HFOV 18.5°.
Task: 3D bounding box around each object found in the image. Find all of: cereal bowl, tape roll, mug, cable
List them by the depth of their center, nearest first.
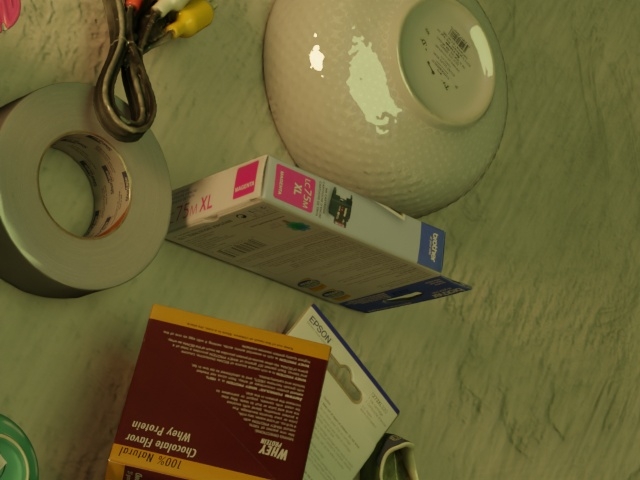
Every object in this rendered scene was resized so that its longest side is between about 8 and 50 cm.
[{"bbox_3d":[-0.337,0.240,1.889,0.129,0.097,0.158,8,75,-39],"label":"mug"},{"bbox_3d":[-0.263,-0.051,2.036,0.219,0.072,0.219,10,74,-37],"label":"tape roll"},{"bbox_3d":[-0.192,-0.226,2.086,0.139,0.072,0.287,43,31,-19],"label":"cable"},{"bbox_3d":[0.103,-0.198,2.332,0.339,0.141,0.339,10,74,-37],"label":"cereal bowl"}]

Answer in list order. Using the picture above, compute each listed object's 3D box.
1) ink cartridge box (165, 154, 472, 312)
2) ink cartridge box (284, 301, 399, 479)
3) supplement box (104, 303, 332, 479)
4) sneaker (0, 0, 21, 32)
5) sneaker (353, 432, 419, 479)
[{"bbox_3d":[0.000,0.000,2.168,0.311,0.186,0.065,25,63,-34],"label":"ink cartridge box"},{"bbox_3d":[-0.070,0.253,2.132,0.176,0.069,0.371,52,55,-17],"label":"ink cartridge box"},{"bbox_3d":[-0.107,0.197,1.994,0.191,0.129,0.194,13,52,-1],"label":"supplement box"},{"bbox_3d":[-0.422,-0.200,1.920,0.252,0.111,0.103,-8,76,-18],"label":"sneaker"},{"bbox_3d":[0.080,0.312,2.227,0.064,0.086,0.192,5,77,-39],"label":"sneaker"}]
